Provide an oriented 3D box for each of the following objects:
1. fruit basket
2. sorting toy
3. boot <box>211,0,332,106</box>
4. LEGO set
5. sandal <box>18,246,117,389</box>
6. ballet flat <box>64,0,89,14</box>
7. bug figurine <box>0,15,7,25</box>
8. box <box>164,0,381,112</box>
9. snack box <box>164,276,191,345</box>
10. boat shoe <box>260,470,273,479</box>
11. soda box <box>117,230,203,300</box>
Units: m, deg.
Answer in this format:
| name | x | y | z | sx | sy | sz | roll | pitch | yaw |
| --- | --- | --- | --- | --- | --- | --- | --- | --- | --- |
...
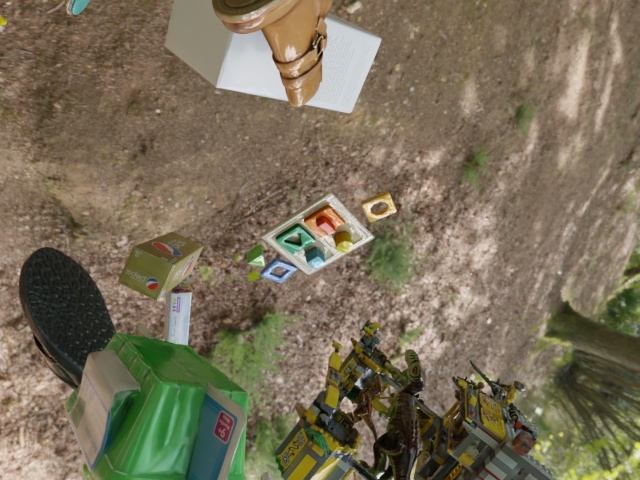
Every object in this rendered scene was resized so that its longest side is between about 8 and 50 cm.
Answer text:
| name | x | y | z | sx | sy | sz | roll | pitch | yaw |
| --- | --- | --- | --- | --- | --- | --- | --- | --- | --- |
| fruit basket | -0.228 | 0.296 | 0.543 | 0.165 | 0.327 | 0.353 | 29 | 80 | -35 |
| sorting toy | 0.000 | 0.000 | 1.019 | 0.347 | 0.047 | 0.196 | -31 | 137 | 19 |
| boot | -0.055 | -0.290 | 0.691 | 0.220 | 0.109 | 0.283 | 92 | 12 | -47 |
| LEGO set | 0.119 | 0.186 | 0.552 | 0.192 | 0.255 | 0.331 | -55 | 161 | 13 |
| sandal | -0.487 | 0.229 | 0.976 | 0.446 | 0.107 | 0.167 | 65 | 18 | -9 |
| ballet flat | -0.437 | -0.515 | 0.906 | 0.067 | 0.073 | 0.206 | 32 | 68 | -18 |
| bug figurine | -0.284 | -0.052 | 0.236 | 0.072 | 0.216 | 0.279 | 46 | 29 | -26 |
| box | -0.087 | -0.390 | 0.950 | 0.345 | 0.215 | 0.168 | -4 | 127 | -45 |
| snack box | -0.252 | 0.129 | 0.847 | 0.037 | 0.100 | 0.141 | 2 | 112 | -22 |
| boat shoe | -0.121 | 0.619 | 1.060 | 0.070 | 0.219 | 0.078 | -20 | 125 | -1 |
| soda box | -0.237 | 0.033 | 0.736 | 0.058 | 0.061 | 0.181 | -64 | -176 | 6 |
